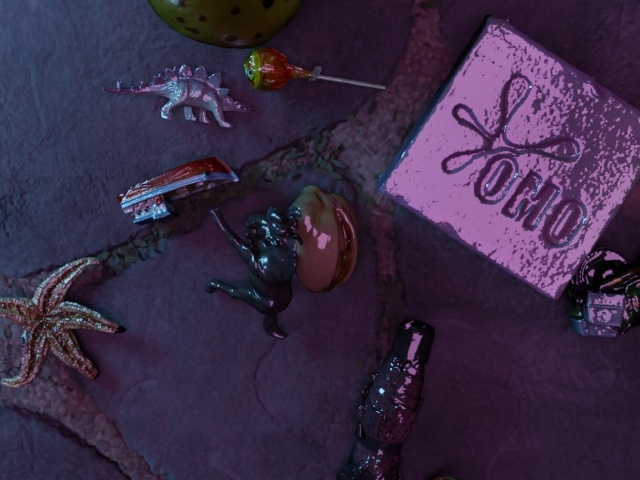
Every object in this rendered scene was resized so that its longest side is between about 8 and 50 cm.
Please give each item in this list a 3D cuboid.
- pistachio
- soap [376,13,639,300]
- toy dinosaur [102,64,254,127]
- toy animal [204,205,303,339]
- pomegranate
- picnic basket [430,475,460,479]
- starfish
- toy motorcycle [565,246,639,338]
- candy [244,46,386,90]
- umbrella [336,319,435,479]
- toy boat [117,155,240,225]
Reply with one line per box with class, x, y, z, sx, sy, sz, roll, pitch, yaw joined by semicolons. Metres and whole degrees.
pistachio;0.000;0.000;1.335;0.113;0.113;0.149;5;104;0
soap;0.271;-0.112;1.315;0.296;0.107;0.285;31;96;-5
toy dinosaur;-0.194;-0.204;1.332;0.208;0.039;0.082;5;96;-11
toy animal;-0.083;0.038;1.316;0.084;0.148;0.233;-21;138;-32
pomegranate;-0.120;-0.390;1.221;0.230;0.231;0.286;13;89;-2
picnic basket;0.162;0.425;1.385;0.137;0.128;0.178;27;97;-36
starfish;-0.396;0.113;1.379;0.238;0.057;0.213;17;91;-6
toy motorcycle;0.476;0.103;1.341;0.274;0.125;0.187;4;90;2
candy;-0.006;-0.225;1.331;0.201;0.060;0.061;7;99;-9
umbrella;0.091;0.264;1.380;0.094;0.090;0.326;15;98;1
toy boat;-0.196;-0.067;1.340;0.172;0.069;0.059;-21;84;4
